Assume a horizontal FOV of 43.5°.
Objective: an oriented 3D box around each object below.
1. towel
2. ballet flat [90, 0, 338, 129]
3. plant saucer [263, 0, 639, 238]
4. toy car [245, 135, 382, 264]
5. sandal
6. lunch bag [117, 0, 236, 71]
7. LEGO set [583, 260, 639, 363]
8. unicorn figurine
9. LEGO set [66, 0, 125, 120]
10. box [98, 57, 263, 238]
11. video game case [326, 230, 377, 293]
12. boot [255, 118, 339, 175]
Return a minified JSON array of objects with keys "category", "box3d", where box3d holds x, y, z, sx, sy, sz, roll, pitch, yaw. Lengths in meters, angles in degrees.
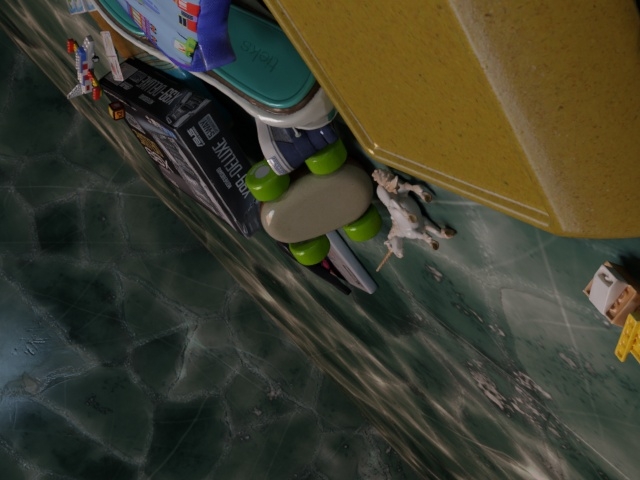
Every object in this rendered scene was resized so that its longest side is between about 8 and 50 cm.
[{"category":"towel","box3d":[-0.299,-0.335,1.325,0.370,0.040,0.271,54,164,-26]},{"category":"ballet flat","box3d":[-0.131,-0.244,0.901,0.400,0.139,0.139,40,166,20]},{"category":"plant saucer","box3d":[0.077,-0.136,0.585,0.333,0.081,0.333,29,163,50]},{"category":"toy car","box3d":[-0.018,-0.093,1.057,0.188,0.149,0.155,-106,-11,-48]},{"category":"sandal","box3d":[-0.008,0.038,1.456,0.179,0.040,0.067,35,179,-26]},{"category":"lunch bag","box3d":[-0.156,-0.274,0.670,0.293,0.138,0.221,62,166,0]},{"category":"LEGO set","box3d":[0.317,0.082,0.584,0.287,0.107,0.132,-171,74,-77]},{"category":"unicorn figurine","box3d":[0.104,-0.025,0.966,0.111,0.060,0.161,29,143,53]},{"category":"LEGO set","box3d":[-0.373,-0.308,1.257,0.182,0.060,0.244,21,129,57]},{"category":"box","box3d":[-0.222,-0.158,1.333,0.307,0.076,0.242,33,160,46]},{"category":"video game case","box3d":[0.000,0.000,1.434,0.201,0.023,0.183,52,166,-28]},{"category":"boot","box3d":[-0.035,-0.162,0.966,0.069,0.086,0.190,49,-162,-48]}]
